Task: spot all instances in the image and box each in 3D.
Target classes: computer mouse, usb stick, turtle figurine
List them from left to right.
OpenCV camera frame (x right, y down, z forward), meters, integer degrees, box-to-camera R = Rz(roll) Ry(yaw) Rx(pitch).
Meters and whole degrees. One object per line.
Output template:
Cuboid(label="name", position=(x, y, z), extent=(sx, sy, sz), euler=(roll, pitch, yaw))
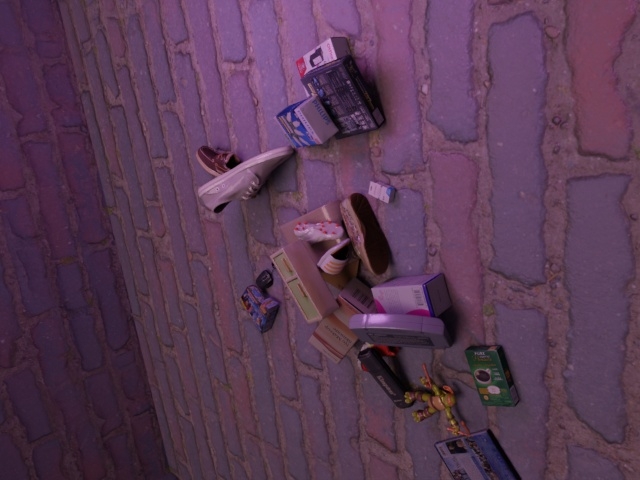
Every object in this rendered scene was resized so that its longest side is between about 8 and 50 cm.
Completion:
Cuboid(label="computer mouse", position=(-0.220, 0.144, 2.175), extent=(0.071, 0.041, 0.242), euler=(55, 136, 15))
Cuboid(label="usb stick", position=(0.231, 0.485, 1.771), extent=(0.077, 0.045, 0.278), euler=(-28, 109, 29))
Cuboid(label="turtle figurine", position=(0.376, 0.526, 1.681), extent=(0.269, 0.087, 0.217), euler=(55, 144, 1))

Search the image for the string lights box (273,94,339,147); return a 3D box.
Cuboid(label="string lights box", position=(-0.053, -0.385, 1.662), extent=(0.133, 0.077, 0.259), euler=(54, 166, -19))

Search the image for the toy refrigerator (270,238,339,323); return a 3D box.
Cuboid(label="toy refrigerator", position=(-0.058, 0.142, 1.712), extent=(0.102, 0.094, 0.269), euler=(-30, 89, 54))

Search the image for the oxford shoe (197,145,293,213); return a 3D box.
Cuboid(label="oxford shoe", position=(-0.276, -0.231, 1.936), extent=(0.449, 0.169, 0.130), euler=(-26, 90, 25))

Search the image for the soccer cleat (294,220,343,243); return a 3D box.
Cuboid(label="soccer cleat", position=(-0.001, -0.024, 1.734), extent=(0.196, 0.068, 0.076), euler=(4, 139, 32))

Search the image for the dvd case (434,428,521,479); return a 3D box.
Cuboid(label="dvd case", position=(0.512, 0.733, 1.674), extent=(0.180, 0.022, 0.253), euler=(58, 137, 10))

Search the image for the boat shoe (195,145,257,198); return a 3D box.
Cuboid(label="boat shoe", position=(-0.378, -0.314, 2.101), extent=(0.342, 0.123, 0.123), euler=(40, 124, 22))

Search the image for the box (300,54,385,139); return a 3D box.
Cuboid(label="box", position=(0.069, -0.433, 1.557), extent=(0.183, 0.059, 0.233), euler=(-5, 129, 46))

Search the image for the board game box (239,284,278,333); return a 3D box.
Cuboid(label="board game box", position=(-0.265, 0.292, 2.255), extent=(0.194, 0.060, 0.194), euler=(55, 141, 14))

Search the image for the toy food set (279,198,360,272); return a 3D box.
Cuboid(label="toy food set", position=(0.000, 0.000, 1.844), extent=(0.306, 0.092, 0.220), euler=(-23, 93, 44))

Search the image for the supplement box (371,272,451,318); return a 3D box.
Cuboid(label="supplement box", position=(0.287, 0.180, 1.612), extent=(0.220, 0.114, 0.111), euler=(-10, 100, 46))

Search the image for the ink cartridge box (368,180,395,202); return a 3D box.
Cuboid(label="ink cartridge box", position=(0.197, -0.158, 1.626), extent=(0.083, 0.028, 0.048), euler=(30, 126, 34))

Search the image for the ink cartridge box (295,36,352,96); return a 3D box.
Cuboid(label="ink cartridge box", position=(0.017, -0.553, 1.618), extent=(0.175, 0.072, 0.127), euler=(-15, 95, 48))

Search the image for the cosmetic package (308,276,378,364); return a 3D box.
Cuboid(label="cosmetic package", position=(0.092, 0.295, 1.828), extent=(0.153, 0.129, 0.296), euler=(36, 132, 10))

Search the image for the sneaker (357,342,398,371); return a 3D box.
Cuboid(label="sneaker", position=(0.213, 0.382, 1.784), extent=(0.118, 0.107, 0.279), euler=(30, 130, 21))

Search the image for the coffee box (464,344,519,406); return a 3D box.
Cuboid(label="coffee box", position=(0.516, 0.407, 1.521), extent=(0.113, 0.040, 0.184), euler=(-18, 93, 48))

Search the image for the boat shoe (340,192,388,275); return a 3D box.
Cuboid(label="boat shoe", position=(0.146, -0.016, 1.696), extent=(0.089, 0.104, 0.285), euler=(-29, 74, 52))

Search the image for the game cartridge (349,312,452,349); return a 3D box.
Cuboid(label="game cartridge", position=(0.251, 0.285, 1.587), extent=(0.297, 0.062, 0.198), euler=(-1, 148, 23))

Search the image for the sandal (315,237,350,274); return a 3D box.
Cuboid(label="sandal", position=(0.041, 0.082, 1.720), extent=(0.076, 0.102, 0.265), euler=(52, 140, 9))

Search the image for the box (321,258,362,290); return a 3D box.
Cuboid(label="box", position=(0.063, 0.098, 1.876), extent=(0.201, 0.021, 0.164), euler=(29, 123, 37))
